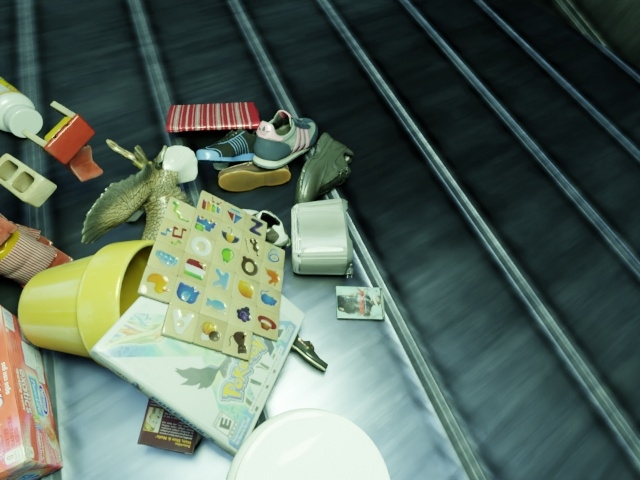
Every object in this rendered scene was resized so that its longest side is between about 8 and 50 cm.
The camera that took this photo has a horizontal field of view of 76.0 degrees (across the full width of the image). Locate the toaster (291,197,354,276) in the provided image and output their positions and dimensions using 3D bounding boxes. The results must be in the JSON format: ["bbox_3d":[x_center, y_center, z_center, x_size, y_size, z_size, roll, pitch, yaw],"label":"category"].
[{"bbox_3d":[0.000,0.000,1.037,0.146,0.129,0.227,-2,60,-5],"label":"toaster"}]

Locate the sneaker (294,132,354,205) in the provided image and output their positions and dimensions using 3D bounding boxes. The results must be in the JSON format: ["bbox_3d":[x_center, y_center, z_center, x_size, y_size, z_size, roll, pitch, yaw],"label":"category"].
[{"bbox_3d":[0.015,-0.193,1.180,0.130,0.109,0.286,25,59,1],"label":"sneaker"}]

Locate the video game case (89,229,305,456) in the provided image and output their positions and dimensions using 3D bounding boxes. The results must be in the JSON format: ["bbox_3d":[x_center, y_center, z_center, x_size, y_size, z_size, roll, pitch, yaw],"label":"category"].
[{"bbox_3d":[-0.197,0.173,0.783,0.300,0.036,0.329,42,40,-12],"label":"video game case"}]

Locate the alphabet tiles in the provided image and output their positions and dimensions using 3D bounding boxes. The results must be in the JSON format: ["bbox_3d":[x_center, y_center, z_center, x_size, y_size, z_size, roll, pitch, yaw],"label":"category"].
[{"bbox_3d":[-0.199,0.058,0.835,0.285,0.011,0.343,27,45,-29],"label":"alphabet tiles"}]

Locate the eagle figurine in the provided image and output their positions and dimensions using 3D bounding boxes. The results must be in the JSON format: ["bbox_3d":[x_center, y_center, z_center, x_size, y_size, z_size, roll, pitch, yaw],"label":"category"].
[{"bbox_3d":[-0.424,-0.087,1.003,0.226,0.225,0.299,4,45,-18],"label":"eagle figurine"}]

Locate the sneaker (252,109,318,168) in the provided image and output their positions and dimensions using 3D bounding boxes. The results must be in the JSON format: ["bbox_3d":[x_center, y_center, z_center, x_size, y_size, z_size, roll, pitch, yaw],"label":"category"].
[{"bbox_3d":[-0.085,-0.323,1.196,0.112,0.131,0.319,20,38,12],"label":"sneaker"}]

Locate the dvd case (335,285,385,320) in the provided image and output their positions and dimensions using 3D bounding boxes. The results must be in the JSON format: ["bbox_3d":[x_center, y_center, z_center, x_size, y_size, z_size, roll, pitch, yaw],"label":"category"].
[{"bbox_3d":[0.098,0.155,1.016,0.119,0.013,0.087,4,57,-6],"label":"dvd case"}]

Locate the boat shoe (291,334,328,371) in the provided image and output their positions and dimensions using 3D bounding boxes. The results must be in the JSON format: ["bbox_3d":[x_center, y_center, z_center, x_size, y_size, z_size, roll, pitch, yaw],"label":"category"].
[{"bbox_3d":[-0.034,0.242,0.919,0.133,0.049,0.042,34,67,19],"label":"boat shoe"}]

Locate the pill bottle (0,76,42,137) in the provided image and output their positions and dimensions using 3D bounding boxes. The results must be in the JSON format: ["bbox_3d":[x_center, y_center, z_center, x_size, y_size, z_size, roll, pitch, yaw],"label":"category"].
[{"bbox_3d":[-0.895,-0.381,1.160,0.208,0.118,0.117,35,59,15],"label":"pill bottle"}]

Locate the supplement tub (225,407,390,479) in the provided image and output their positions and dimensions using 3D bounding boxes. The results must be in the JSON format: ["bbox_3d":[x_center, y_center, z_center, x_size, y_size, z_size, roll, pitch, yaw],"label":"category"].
[{"bbox_3d":[-0.027,0.406,0.644,0.240,0.331,0.241,4,56,-6],"label":"supplement tub"}]

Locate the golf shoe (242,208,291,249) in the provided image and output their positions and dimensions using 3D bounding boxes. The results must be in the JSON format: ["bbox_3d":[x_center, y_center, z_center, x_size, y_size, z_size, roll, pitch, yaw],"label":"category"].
[{"bbox_3d":[-0.149,-0.051,1.050,0.198,0.094,0.077,31,52,34],"label":"golf shoe"}]

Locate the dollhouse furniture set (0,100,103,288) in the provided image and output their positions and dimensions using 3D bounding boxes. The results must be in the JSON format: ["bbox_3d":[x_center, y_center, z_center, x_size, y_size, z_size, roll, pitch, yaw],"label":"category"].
[{"bbox_3d":[-0.605,-0.084,0.907,0.152,0.201,0.374,31,74,13],"label":"dollhouse furniture set"}]

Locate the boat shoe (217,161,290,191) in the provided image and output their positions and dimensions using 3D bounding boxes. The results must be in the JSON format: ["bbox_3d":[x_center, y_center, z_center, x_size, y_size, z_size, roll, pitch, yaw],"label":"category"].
[{"bbox_3d":[-0.191,-0.191,1.168,0.206,0.073,0.073,-8,51,-22],"label":"boat shoe"}]

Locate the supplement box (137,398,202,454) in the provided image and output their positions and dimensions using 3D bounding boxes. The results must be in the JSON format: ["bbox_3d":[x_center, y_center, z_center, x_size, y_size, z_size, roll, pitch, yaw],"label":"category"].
[{"bbox_3d":[-0.268,0.297,0.797,0.104,0.081,0.188,11,77,-2],"label":"supplement box"}]

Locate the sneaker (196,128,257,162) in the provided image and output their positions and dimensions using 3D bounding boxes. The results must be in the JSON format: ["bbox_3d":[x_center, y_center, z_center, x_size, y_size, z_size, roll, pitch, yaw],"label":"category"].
[{"bbox_3d":[-0.250,-0.264,1.142,0.081,0.091,0.232,2,13,36],"label":"sneaker"}]

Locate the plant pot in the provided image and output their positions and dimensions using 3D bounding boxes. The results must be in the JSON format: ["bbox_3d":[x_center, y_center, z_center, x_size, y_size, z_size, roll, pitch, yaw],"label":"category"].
[{"bbox_3d":[-0.442,0.131,0.833,0.238,0.254,0.254,-3,56,9],"label":"plant pot"}]

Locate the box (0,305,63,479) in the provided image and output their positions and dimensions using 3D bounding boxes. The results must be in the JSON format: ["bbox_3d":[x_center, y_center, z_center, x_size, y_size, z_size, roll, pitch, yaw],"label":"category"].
[{"bbox_3d":[-0.599,0.295,0.745,0.142,0.154,0.300,-22,64,-19],"label":"box"}]

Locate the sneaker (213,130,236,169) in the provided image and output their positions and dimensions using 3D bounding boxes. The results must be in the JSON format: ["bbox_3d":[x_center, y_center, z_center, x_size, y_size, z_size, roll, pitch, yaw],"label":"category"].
[{"bbox_3d":[-0.276,-0.280,1.217,0.053,0.061,0.152,13,55,3],"label":"sneaker"}]

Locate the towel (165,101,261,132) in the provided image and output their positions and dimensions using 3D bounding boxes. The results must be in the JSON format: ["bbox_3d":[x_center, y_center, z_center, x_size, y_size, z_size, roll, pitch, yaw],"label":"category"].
[{"bbox_3d":[-0.322,-0.374,1.251,0.274,0.031,0.199,-6,36,-12],"label":"towel"}]
